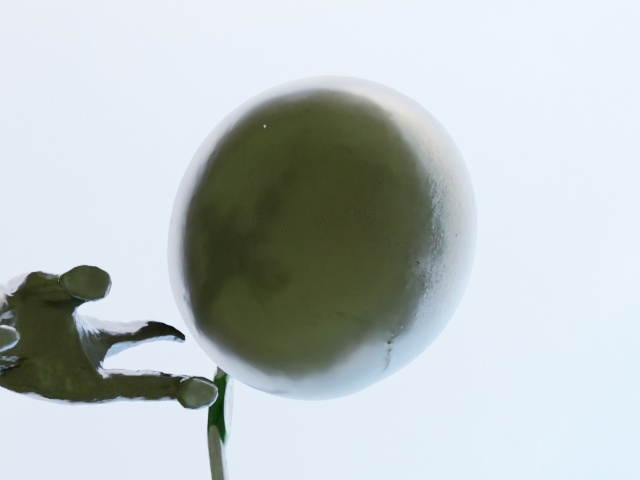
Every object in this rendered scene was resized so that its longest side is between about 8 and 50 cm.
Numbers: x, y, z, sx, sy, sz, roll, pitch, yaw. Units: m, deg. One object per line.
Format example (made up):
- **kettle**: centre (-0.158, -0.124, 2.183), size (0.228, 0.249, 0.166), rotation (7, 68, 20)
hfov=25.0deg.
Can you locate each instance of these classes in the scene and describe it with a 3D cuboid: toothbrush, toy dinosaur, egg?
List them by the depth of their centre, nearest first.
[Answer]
- **toy dinosaur**: centre (-0.194, 0.053, 0.886), size (0.162, 0.294, 0.077), rotation (-9, -114, 57)
- **egg**: centre (0.000, 0.000, 1.030), size (0.219, 0.219, 0.269), rotation (52, -27, 11)
- **toothbrush**: centre (-0.096, 0.175, 1.420), size (0.040, 0.042, 0.417), rotation (-12, -114, 6)
